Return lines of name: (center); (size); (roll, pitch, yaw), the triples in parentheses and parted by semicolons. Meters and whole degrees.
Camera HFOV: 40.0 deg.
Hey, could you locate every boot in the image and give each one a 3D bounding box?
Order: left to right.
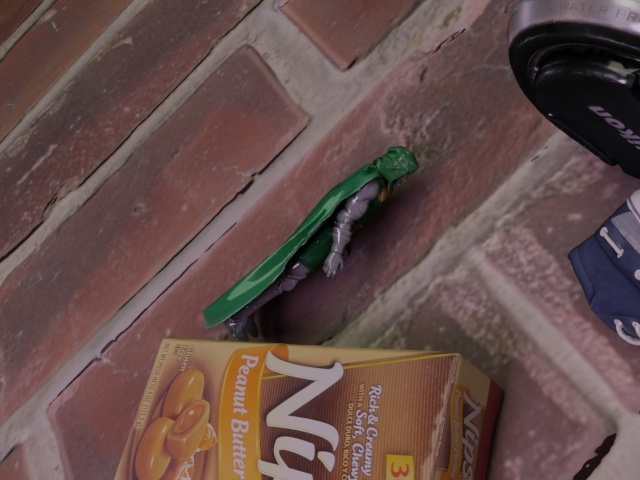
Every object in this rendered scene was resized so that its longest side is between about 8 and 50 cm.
boot: (0.249, 0.054, 0.610); (0.086, 0.069, 0.190); (-48, 42, 29)

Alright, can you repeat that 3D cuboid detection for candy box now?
candy box: (-0.025, 0.182, 0.719); (0.317, 0.087, 0.182); (-3, 62, 38)

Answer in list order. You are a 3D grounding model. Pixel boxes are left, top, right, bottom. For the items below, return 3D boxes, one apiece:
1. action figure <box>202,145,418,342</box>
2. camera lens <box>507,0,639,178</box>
action figure: (0.000, 0.000, 0.810); (0.232, 0.063, 0.137); (-45, 1, 9)
camera lens: (0.279, -0.188, 0.617); (0.219, 0.219, 0.274); (24, 80, 45)
